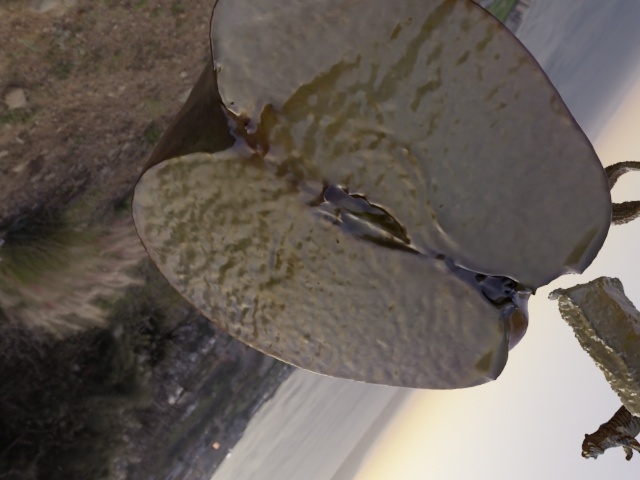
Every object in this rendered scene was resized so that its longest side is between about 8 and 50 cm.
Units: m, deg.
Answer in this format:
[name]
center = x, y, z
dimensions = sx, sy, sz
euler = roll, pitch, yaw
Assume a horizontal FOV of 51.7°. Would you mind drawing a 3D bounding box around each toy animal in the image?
[toy animal]
center = 0.644, 0.382, 1.357
dimensions = 0.241, 0.099, 0.057
euler = -50, 171, 12

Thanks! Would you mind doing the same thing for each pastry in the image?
[pastry]
center = 0.474, 0.163, 1.013
dimensions = 0.122, 0.258, 0.089
euler = -26, 152, -13

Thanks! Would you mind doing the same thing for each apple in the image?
[apple]
center = 0.036, -0.040, 0.552
dimensions = 0.295, 0.365, 0.328
euler = -61, 177, -16

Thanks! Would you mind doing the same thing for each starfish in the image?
[starfish]
center = 0.586, -0.057, 1.459
dimensions = 0.060, 0.299, 0.302
euler = 30, 93, -43
